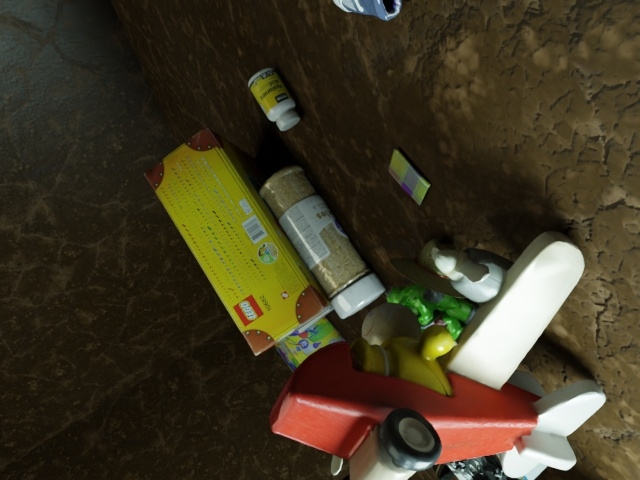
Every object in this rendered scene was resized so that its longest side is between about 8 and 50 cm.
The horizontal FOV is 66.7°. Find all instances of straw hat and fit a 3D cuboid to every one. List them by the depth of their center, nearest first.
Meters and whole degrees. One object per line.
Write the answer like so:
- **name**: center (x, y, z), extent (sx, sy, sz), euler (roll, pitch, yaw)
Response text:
- **straw hat**: center (0.180, 0.031, 0.745), extent (0.144, 0.144, 0.061), euler (37, 111, 52)

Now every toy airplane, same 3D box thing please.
- **toy airplane**: center (0.158, 0.187, 0.643), extent (0.272, 0.386, 0.384), euler (60, 179, 46)

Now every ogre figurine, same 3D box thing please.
- **ogre figurine**: center (0.184, 0.115, 0.800), extent (0.118, 0.097, 0.197), euler (38, 179, -15)

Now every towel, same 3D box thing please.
- **towel**: center (0.135, -0.099, 0.750), extent (0.083, 0.009, 0.060), euler (52, 161, 20)

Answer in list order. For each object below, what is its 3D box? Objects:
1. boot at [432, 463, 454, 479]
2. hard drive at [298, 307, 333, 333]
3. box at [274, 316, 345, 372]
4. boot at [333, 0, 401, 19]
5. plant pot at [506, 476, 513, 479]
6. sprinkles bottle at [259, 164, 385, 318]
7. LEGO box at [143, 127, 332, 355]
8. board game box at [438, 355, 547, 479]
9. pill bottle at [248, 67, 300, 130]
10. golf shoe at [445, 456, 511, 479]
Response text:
- **boot**: center (0.298, 0.551, 1.286), extent (0.137, 0.077, 0.198), euler (53, 162, 37)
- **hard drive**: center (-0.105, 0.116, 1.606), extent (0.353, 0.047, 0.233), euler (57, 142, 10)
- **box**: center (-0.048, 0.383, 1.796), extent (0.290, 0.177, 0.279), euler (46, 157, 37)
- **boot**: center (0.044, -0.339, 0.527), extent (0.086, 0.069, 0.190), euler (36, 161, 37)
- **plant pot**: center (0.359, 0.599, 0.934), extent (0.187, 0.212, 0.212), euler (4, 120, 40)
- **sprinkles bottle**: center (0.000, 0.000, 1.105), extent (0.355, 0.121, 0.121), euler (56, 163, 11)
- **LEGO box**: center (-0.169, 0.002, 1.254), extent (0.500, 0.193, 0.372), euler (57, -173, 8)
- **board game box**: center (0.269, 0.302, 0.903), extent (0.224, 0.097, 0.303), euler (55, 162, 12)
- **pill bottle**: center (-0.091, -0.283, 0.983), extent (0.116, 0.065, 0.065), euler (58, 163, 2)
- **golf shoe**: center (0.236, 0.363, 0.809), extent (0.198, 0.077, 0.094), euler (53, 162, 20)
